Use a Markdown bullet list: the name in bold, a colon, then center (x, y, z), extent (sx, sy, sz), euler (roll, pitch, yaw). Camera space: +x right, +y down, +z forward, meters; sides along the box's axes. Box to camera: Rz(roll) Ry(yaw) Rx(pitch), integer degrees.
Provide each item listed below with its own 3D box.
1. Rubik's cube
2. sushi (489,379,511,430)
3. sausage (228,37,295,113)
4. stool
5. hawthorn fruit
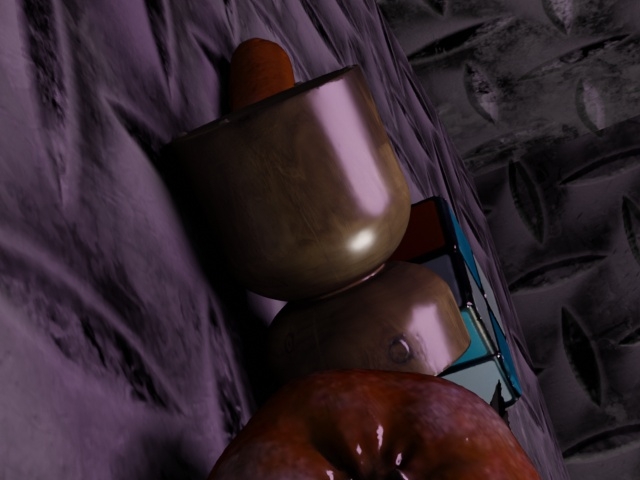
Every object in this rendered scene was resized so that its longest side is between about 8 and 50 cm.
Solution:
- **Rubik's cube**: center (0.090, 0.090, 1.435), extent (0.183, 0.180, 0.167), euler (55, 17, -43)
- **sushi**: center (0.139, 0.334, 1.051), extent (0.320, 0.069, 0.339), euler (-94, -163, -59)
- **sausage**: center (-0.059, -0.148, 1.434), extent (0.197, 0.076, 0.076), euler (-98, 162, -52)
- **stool**: center (0.000, 0.000, 1.188), extent (0.179, 0.179, 0.264), euler (-56, 124, -76)
- **hawthorn fruit**: center (0.024, 0.205, 0.903), extent (0.231, 0.263, 0.235), euler (-17, 74, -41)
